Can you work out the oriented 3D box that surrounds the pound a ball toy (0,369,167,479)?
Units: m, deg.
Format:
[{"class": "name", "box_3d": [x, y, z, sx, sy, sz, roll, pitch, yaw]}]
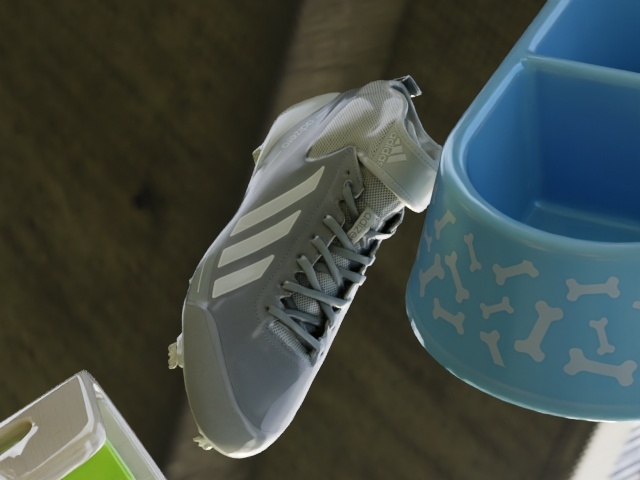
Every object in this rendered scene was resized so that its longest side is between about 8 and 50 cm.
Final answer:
[{"class": "pound a ball toy", "box_3d": [-0.200, 0.239, 0.999, 0.208, 0.319, 0.136, 57, -2, -19]}]

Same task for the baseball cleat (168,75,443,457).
[{"class": "baseball cleat", "box_3d": [0.000, 0.000, 0.864, 0.109, 0.206, 0.072, -22, -49, 37]}]

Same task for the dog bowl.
[{"class": "dog bowl", "box_3d": [0.146, -0.041, 0.845, 0.166, 0.297, 0.074, 13, -52, 21]}]
